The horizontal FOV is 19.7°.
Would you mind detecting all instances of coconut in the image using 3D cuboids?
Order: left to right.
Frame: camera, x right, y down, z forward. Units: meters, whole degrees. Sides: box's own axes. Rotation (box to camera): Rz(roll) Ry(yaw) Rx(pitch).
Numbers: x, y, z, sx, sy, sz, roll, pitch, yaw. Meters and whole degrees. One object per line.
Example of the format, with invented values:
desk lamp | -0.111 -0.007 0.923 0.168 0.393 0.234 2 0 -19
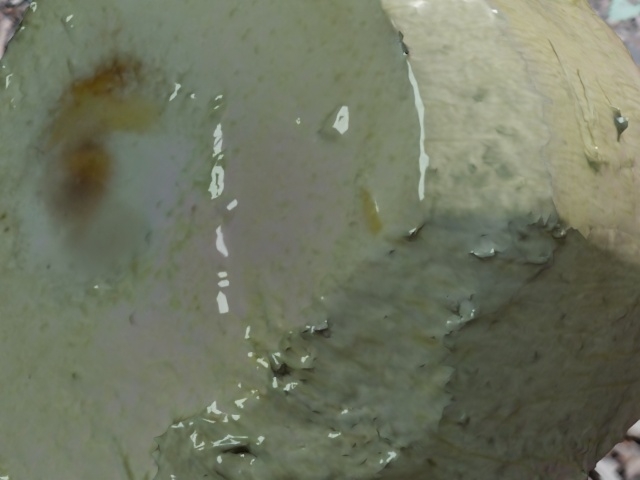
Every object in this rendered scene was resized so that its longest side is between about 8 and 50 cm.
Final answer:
coconut | 0.000 0.000 0.735 0.297 0.254 0.297 -9 73 31
